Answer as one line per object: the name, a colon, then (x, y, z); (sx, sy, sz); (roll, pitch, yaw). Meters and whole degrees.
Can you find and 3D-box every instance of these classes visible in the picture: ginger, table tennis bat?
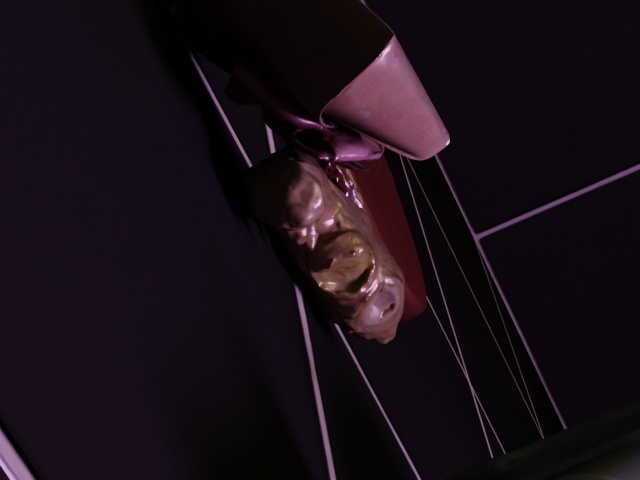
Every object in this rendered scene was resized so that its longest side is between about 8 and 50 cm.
ginger: (-0.002, -0.003, 0.933); (0.069, 0.051, 0.173); (64, 10, 28)
table tennis bat: (0.000, -0.120, 1.313); (0.268, 0.051, 0.414); (60, 11, -46)

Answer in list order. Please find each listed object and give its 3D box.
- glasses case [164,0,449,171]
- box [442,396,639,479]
glasses case: (-0.020, -0.090, 0.912); (0.193, 0.070, 0.102); (49, -5, 42)
box: (0.116, 0.214, 0.645); (0.312, 0.175, 0.182); (68, 16, 12)
